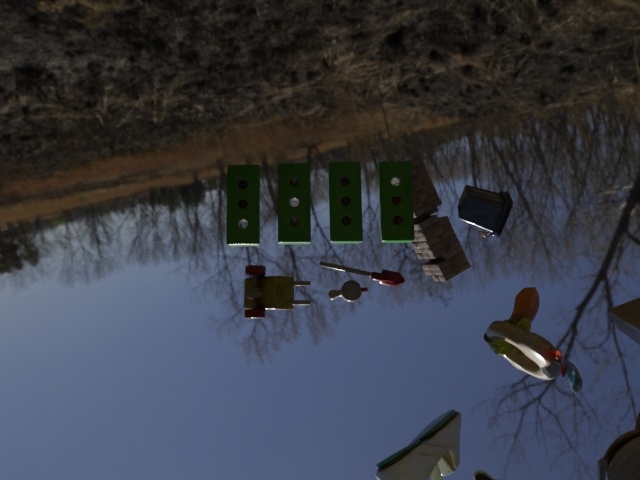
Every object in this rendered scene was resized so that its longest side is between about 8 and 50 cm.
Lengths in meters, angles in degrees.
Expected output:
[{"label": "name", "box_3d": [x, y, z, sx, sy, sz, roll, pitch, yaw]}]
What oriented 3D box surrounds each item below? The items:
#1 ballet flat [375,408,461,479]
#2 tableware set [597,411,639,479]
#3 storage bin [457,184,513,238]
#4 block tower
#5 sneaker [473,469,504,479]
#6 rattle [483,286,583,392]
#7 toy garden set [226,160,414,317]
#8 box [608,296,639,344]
[{"label": "ballet flat", "box_3d": [0.270, 0.542, 1.378, 0.139, 0.139, 0.400, -8, 178, 34]}, {"label": "tableware set", "box_3d": [0.413, 0.322, 0.751, 0.128, 0.194, 0.039, -19, -150, -9]}, {"label": "storage bin", "box_3d": [0.339, -0.064, 1.176, 0.091, 0.098, 0.135, 19, -159, 7]}, {"label": "block tower", "box_3d": [0.274, -0.059, 1.476, 0.097, 0.335, 0.091, -27, -174, -19]}, {"label": "sneaker", "box_3d": [0.326, 0.462, 1.036, 0.083, 0.031, 0.035, 20, -169, 11]}, {"label": "rattle", "box_3d": [0.359, 0.146, 0.867, 0.143, 0.130, 0.199, -31, 176, -13]}, {"label": "toy garden set", "box_3d": [0.000, 0.000, 0.744, 0.245, 0.203, 0.049, -1, 171, -1]}, {"label": "box", "box_3d": [0.236, 0.026, 0.239, 0.165, 0.021, 0.201, -22, 178, 14]}]
